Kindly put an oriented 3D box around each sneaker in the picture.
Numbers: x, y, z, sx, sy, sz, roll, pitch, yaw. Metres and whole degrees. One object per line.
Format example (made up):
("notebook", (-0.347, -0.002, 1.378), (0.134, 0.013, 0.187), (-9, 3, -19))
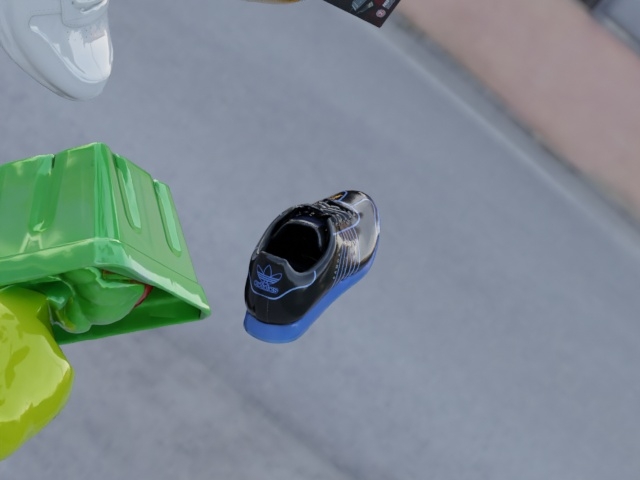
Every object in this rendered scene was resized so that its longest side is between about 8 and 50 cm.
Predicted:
("sneaker", (-0.212, -0.255, 1.341), (0.152, 0.305, 0.114), (5, 32, 25))
("sneaker", (0.000, 0.000, 1.472), (0.081, 0.090, 0.232), (18, 36, 14))

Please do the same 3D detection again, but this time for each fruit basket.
("fruit basket", (-0.337, 0.100, 1.800), (0.392, 0.392, 0.283), (52, 8, 28))

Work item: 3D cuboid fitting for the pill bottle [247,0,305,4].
("pill bottle", (-0.050, -0.203, 0.950), (0.117, 0.117, 0.215), (48, 25, 21))

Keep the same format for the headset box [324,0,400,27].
("headset box", (0.004, -0.418, 1.913), (0.293, 0.218, 0.110), (23, 34, -25))
